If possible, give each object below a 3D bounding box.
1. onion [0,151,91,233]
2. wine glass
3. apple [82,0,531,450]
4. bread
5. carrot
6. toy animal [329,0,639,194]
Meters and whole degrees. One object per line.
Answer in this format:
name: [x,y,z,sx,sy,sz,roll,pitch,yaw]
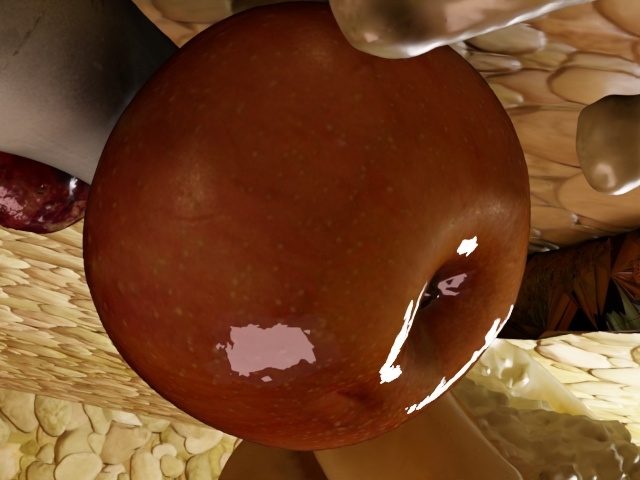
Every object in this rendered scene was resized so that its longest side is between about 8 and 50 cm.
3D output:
onion: [-0.176,-0.046,0.808,0.107,0.097,0.107,37,-178,-2]
wine glass: [-0.141,-0.094,0.574,0.103,0.103,0.222,5,165,29]
apple: [0.000,0.000,0.596,0.162,0.201,0.201,34,-176,43]
bread: [0.122,0.201,1.036,0.329,0.245,0.424,29,-178,37]
carrot: [0.162,0.030,0.881,0.069,0.069,0.229,19,166,-23]
toy animal: [0.087,-0.095,0.346,0.169,0.121,0.233,-8,160,29]
